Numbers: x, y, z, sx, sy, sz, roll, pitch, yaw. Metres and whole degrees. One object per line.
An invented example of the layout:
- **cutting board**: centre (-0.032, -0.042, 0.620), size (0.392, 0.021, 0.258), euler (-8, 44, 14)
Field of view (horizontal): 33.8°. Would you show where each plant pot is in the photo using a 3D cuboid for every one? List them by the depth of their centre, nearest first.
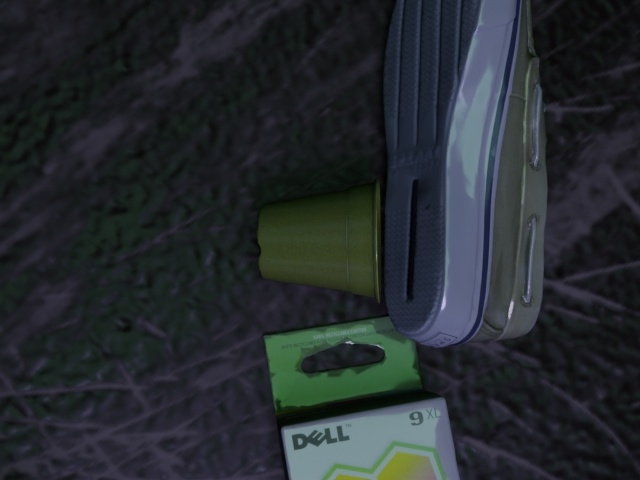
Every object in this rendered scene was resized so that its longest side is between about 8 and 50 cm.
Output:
- **plant pot**: centre (0.000, 0.000, 0.697), size (0.079, 0.083, 0.083), euler (0, 86, 6)

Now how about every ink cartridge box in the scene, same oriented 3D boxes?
- **ink cartridge box**: centre (0.033, 0.157, 0.691), size (0.109, 0.062, 0.209), euler (-9, 87, -7)

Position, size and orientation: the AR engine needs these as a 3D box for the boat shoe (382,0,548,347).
- **boat shoe**: centre (0.104, -0.078, 0.711), size (0.094, 0.109, 0.302), euler (6, 89, -31)
